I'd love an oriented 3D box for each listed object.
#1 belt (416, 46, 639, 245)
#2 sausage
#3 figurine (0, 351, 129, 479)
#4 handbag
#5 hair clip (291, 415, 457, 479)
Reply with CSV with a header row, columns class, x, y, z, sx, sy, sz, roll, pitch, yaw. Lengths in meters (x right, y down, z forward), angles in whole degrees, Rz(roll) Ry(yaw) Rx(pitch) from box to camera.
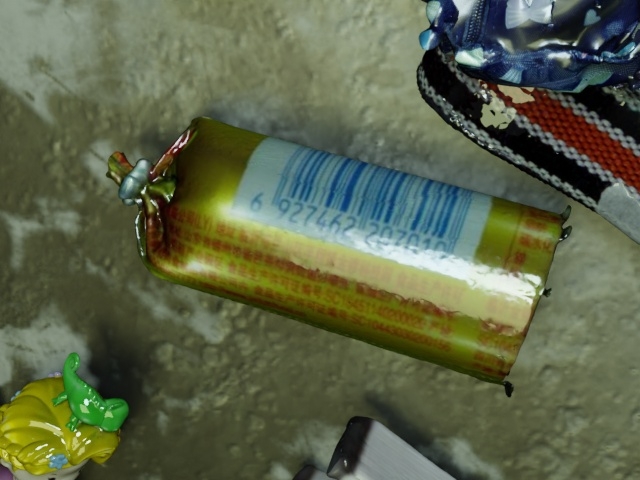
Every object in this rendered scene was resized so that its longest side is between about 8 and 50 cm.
class,x,y,z,sx,sy,sz,roll,pitch,yaw
belt,0.221,-0.034,0.897,0.359,0.126,0.094,38,127,3
sausage,0.000,0.002,0.968,0.317,0.117,0.125,16,109,10
figurine,-0.211,0.136,1.098,0.115,0.094,0.156,51,136,12
handbag,0.145,-0.206,0.799,0.162,0.113,0.260,13,83,19
hair clip,0.124,0.262,1.063,0.330,0.085,0.101,38,119,-5
